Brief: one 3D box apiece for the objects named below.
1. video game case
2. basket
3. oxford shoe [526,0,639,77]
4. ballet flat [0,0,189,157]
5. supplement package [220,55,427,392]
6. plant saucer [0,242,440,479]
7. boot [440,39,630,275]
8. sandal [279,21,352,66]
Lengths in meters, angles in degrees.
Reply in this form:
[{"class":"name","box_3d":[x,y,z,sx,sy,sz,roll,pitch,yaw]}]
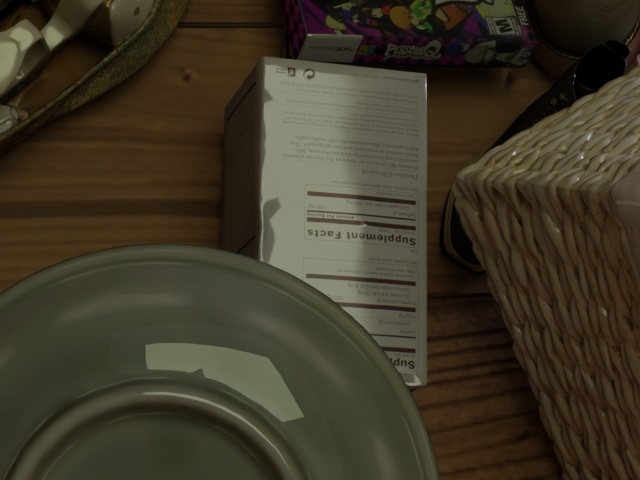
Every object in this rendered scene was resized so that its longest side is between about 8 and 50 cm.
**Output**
[{"class":"video game case","box_3d":[0.059,-0.250,1.531,0.210,0.042,0.232,0,58,-20]},{"class":"basket","box_3d":[0.325,0.030,1.348,0.331,0.266,0.328,-30,108,-25]},{"class":"oxford shoe","box_3d":[0.251,-0.344,1.580,0.140,0.146,0.397,0,66,6]},{"class":"ballet flat","box_3d":[-0.216,-0.158,1.401,0.123,0.123,0.348,45,64,4]},{"class":"supplement package","box_3d":[0.000,0.000,1.375,0.134,0.139,0.244,4,76,-15]},{"class":"plant saucer","box_3d":[-0.109,0.201,1.215,0.400,0.100,0.400,0,89,-4]},{"class":"boot","box_3d":[0.175,-0.074,1.470,0.077,0.137,0.198,32,64,-2]},{"class":"sandal","box_3d":[0.003,-0.163,1.502,0.072,0.049,0.180,5,70,-14]}]
